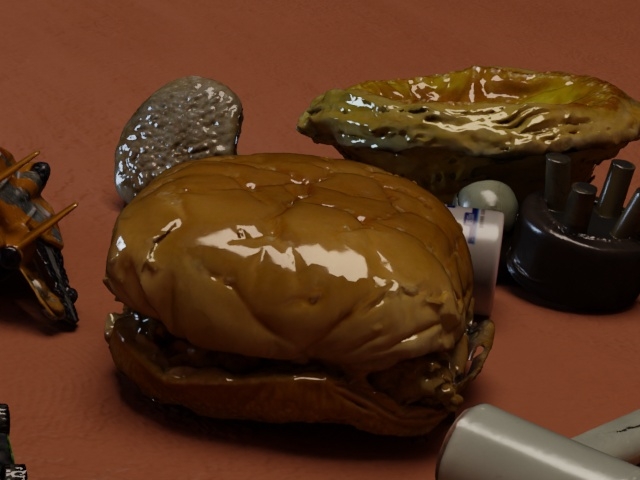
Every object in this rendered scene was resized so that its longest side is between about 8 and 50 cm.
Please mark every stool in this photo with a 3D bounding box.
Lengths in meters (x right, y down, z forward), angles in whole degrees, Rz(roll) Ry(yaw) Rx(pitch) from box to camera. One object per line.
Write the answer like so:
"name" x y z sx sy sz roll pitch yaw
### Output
"stool" 0.205 -0.012 1.581 0.217 0.121 0.125 15 26 11

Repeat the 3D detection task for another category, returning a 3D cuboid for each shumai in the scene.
"shumai" -0.118 -0.081 1.716 0.145 0.145 0.116 16 -16 29

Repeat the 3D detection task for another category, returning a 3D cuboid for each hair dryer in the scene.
"hair dryer" 0.189 0.152 1.192 0.131 0.073 0.236 19 14 31

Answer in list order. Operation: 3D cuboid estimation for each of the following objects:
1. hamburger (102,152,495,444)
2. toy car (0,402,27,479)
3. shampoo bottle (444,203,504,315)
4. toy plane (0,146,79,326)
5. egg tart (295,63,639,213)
"hamburger" -0.011 0.031 1.321 0.319 0.158 0.318 7 19 -3
"toy car" -0.211 0.148 1.050 0.071 0.062 0.165 1 19 -16
"shampoo bottle" 0.000 0.000 1.517 0.303 0.092 0.092 8 18 6
"toy plane" -0.268 -0.031 1.507 0.103 0.204 0.316 -37 10 -6
"egg tart" 0.150 -0.092 1.742 0.341 0.132 0.341 0 13 0
